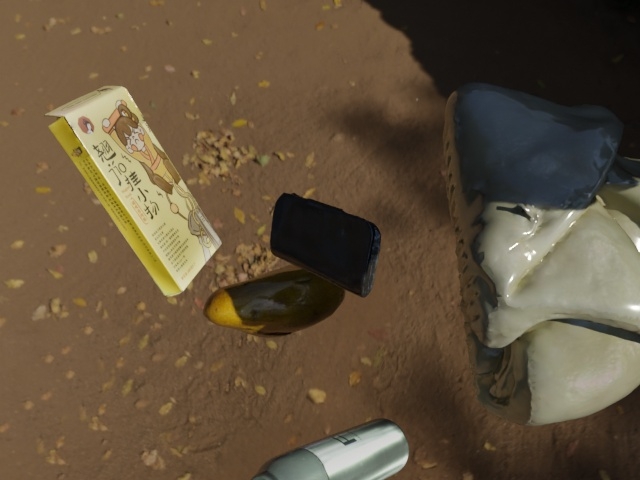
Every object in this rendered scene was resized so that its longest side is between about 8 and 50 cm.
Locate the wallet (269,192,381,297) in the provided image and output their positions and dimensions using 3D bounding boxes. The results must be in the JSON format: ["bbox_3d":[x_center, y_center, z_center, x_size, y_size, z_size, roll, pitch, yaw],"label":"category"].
[{"bbox_3d":[0.000,0.000,0.605,0.018,0.082,0.156,-1,15,-44],"label":"wallet"}]

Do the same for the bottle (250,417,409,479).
[{"bbox_3d":[0.012,0.285,0.699,0.096,0.253,0.079,-14,80,37],"label":"bottle"}]

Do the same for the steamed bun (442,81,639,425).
[{"bbox_3d":[0.280,0.016,0.632,0.255,0.342,0.368,-5,65,15],"label":"steamed bun"}]

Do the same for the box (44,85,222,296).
[{"bbox_3d":[-0.128,-0.038,0.405,0.020,0.149,0.073,-18,24,26],"label":"box"}]

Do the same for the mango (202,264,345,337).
[{"bbox_3d":[-0.065,0.110,0.984,0.177,0.295,0.120,-16,89,35],"label":"mango"}]
